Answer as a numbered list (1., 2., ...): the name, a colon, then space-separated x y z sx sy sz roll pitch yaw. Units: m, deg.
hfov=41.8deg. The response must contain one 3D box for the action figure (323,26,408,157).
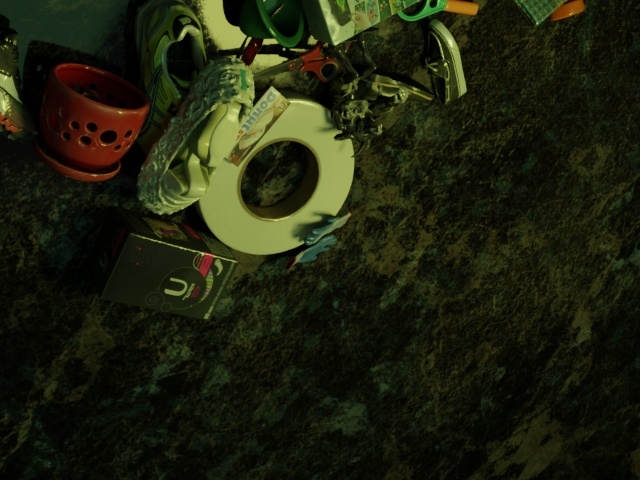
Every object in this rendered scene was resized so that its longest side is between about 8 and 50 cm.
1. action figure: 0.093 -0.311 1.819 0.164 0.141 0.276 -30 120 -33

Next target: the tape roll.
1. tape roll: -0.106 -0.151 1.904 0.392 0.072 0.392 -15 125 -22

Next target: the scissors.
1. scissors: -0.049 -0.385 1.774 0.297 0.021 0.109 -12 130 -45

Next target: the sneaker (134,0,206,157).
1. sneaker: -0.296 -0.283 1.662 0.145 0.147 0.385 -17 127 -23

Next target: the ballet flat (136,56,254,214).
1. ballet flat: -0.244 -0.169 1.623 0.147 0.147 0.409 7 134 -33

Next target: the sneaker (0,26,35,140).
1. sneaker: -0.582 -0.306 1.510 0.135 0.097 0.276 -33 128 -7

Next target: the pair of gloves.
1. pair of gloves: 0.000 0.000 2.019 0.159 0.023 0.198 -28 162 -43

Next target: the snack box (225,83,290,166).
1. snack box: -0.143 -0.242 1.766 0.178 0.022 0.064 -50 128 5

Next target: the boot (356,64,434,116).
1. boot: 0.154 -0.320 1.961 0.198 0.077 0.137 13 116 -21

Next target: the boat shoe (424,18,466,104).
1. boat shoe: 0.285 -0.414 1.969 0.070 0.078 0.219 -35 131 -9

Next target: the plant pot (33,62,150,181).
1. plant pot: -0.441 -0.221 1.593 0.191 0.191 0.174 8 122 -34

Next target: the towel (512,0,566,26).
1. towel: 0.444 -0.683 1.796 0.271 0.040 0.370 -40 96 -4

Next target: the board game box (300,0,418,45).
1. board game box: 0.096 -0.573 1.725 0.303 0.097 0.224 -32 124 -17

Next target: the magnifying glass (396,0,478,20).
1. magnifying glass: 0.263 -0.542 1.913 0.231 0.026 0.092 -2 118 -30

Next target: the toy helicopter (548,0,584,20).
1. toy helicopter: 0.686 -0.634 1.935 0.235 0.355 0.140 -38 112 -54

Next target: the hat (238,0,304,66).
1. hat: -0.153 -0.453 1.721 0.173 0.183 0.208 32 55 -51

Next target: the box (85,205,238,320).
1. box: -0.346 0.053 1.838 0.270 0.143 0.165 16 108 -36
